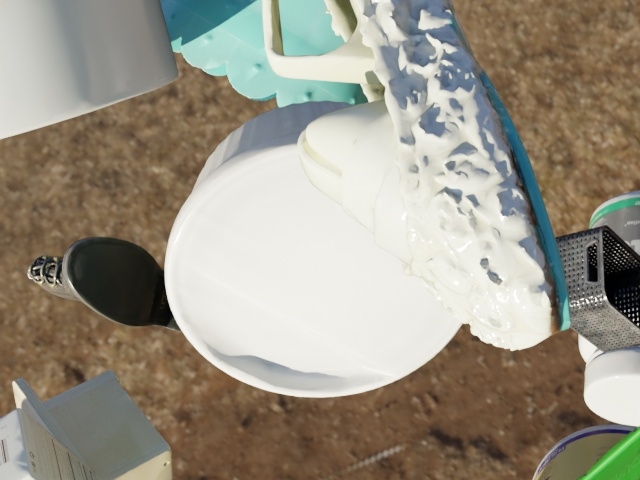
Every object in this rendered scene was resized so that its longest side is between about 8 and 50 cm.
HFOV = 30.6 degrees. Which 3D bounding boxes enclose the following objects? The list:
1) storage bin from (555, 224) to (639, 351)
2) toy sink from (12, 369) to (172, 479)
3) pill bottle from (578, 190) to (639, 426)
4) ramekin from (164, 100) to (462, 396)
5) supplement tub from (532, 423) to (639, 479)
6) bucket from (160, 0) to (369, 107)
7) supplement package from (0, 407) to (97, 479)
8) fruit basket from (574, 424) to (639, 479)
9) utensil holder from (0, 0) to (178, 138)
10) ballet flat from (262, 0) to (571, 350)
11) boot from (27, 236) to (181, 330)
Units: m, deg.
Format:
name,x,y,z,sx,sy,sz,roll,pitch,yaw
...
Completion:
name,x,y,z,sx,sy,sz,roll,pitch,yaw
storage bin,0.399,0.070,1.647,0.084,0.180,0.122,-16,57,34
toy sink,-0.318,0.288,1.663,0.131,0.152,0.234,-26,50,-29
pill bottle,0.540,0.113,1.954,0.204,0.204,0.361,-16,47,36
ramekin,0.000,0.000,1.044,0.273,0.273,0.127,-35,28,18
supplement tub,0.374,0.401,1.482,0.241,0.241,0.331,-33,4,21
bucket,-0.038,-0.238,1.293,0.183,0.281,0.281,-59,38,4
supplement package,-0.349,0.302,1.404,0.105,0.179,0.105,-29,47,3
fruit basket,0.422,0.326,1.052,0.392,0.392,0.283,-23,19,30
utensil holder,-0.322,-0.282,1.008,0.328,0.385,0.327,-15,11,3
ballet flat,0.037,-0.103,0.761,0.147,0.147,0.408,-27,63,26
boot,-0.276,0.052,1.423,0.229,0.263,0.091,8,77,36
